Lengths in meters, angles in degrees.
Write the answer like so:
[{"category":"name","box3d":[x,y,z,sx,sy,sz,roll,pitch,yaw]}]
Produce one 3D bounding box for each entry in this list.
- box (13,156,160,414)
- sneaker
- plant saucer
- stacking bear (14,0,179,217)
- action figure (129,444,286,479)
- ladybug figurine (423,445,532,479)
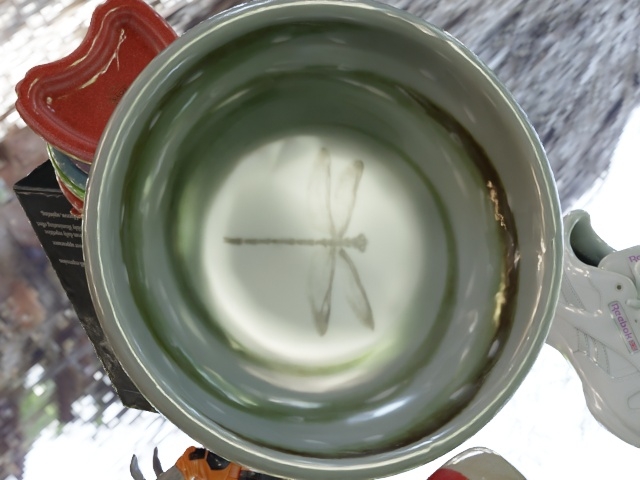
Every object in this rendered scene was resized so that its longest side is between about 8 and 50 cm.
[{"category":"box","box3d":[-0.195,0.042,1.997,0.293,0.212,0.395,5,-54,43]},{"category":"sneaker","box3d":[0.314,0.097,1.451,0.305,0.114,0.152,50,-50,27]},{"category":"plant saucer","box3d":[0.000,0.000,1.187,0.400,0.400,0.100,50,-17,-3]},{"category":"stacking bear","box3d":[-0.222,-0.105,1.523,0.164,0.175,0.289,42,-20,1]},{"category":"action figure","box3d":[-0.098,0.363,2.156,0.330,0.178,0.341,0,-19,4]},{"category":"ladybug figurine","box3d":[0.152,0.373,1.352,0.449,0.162,0.305,80,-13,-48]}]
